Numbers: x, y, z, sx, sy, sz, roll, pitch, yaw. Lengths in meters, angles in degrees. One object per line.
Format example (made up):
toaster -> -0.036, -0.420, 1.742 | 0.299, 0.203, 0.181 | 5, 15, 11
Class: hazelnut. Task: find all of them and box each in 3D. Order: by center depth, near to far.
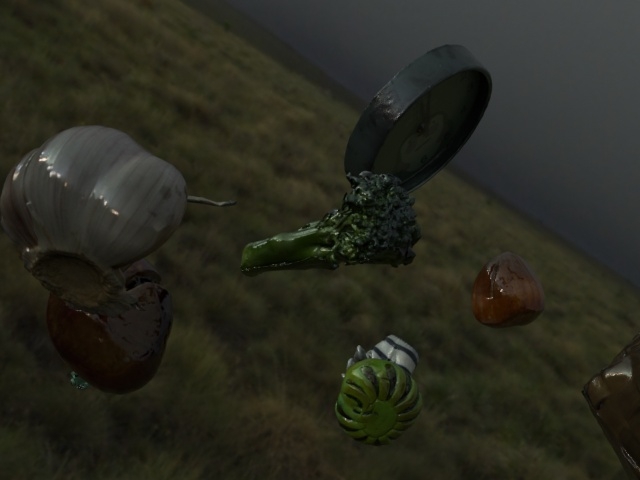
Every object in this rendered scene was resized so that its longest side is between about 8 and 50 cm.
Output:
hazelnut -> -0.294, 0.118, 1.254 | 0.204, 0.178, 0.178 | 63, 18, 18
hazelnut -> 0.363, 0.100, 1.736 | 0.150, 0.150, 0.150 | 33, 9, -6

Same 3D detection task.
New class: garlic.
garlic -> -0.214, -0.008, 0.980 | 0.256, 0.207, 0.207 | 21, 15, -47

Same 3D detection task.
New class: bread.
bread -> 0.083, 0.244, 1.313 | 0.130, 0.139, 0.071 | 30, 24, -13

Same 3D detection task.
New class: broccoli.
broccoli -> 0.001, -0.005, 1.377 | 0.165, 0.304, 0.146 | 13, 62, -59

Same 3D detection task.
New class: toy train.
toy train -> -0.366, 0.216, 1.448 | 0.053, 0.083, 0.033 | 179, -108, -80

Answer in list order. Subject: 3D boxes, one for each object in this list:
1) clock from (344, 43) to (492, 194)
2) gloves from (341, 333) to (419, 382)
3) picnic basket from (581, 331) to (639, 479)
clock -> 0.181, -0.207, 1.613 | 0.066, 0.319, 0.319 | 46, 13, 24
gloves -> 0.127, 0.313, 2.076 | 0.140, 0.218, 0.131 | 47, -28, 14
picnic basket -> 0.509, 0.178, 0.965 | 0.293, 0.337, 0.337 | 60, 4, -11
